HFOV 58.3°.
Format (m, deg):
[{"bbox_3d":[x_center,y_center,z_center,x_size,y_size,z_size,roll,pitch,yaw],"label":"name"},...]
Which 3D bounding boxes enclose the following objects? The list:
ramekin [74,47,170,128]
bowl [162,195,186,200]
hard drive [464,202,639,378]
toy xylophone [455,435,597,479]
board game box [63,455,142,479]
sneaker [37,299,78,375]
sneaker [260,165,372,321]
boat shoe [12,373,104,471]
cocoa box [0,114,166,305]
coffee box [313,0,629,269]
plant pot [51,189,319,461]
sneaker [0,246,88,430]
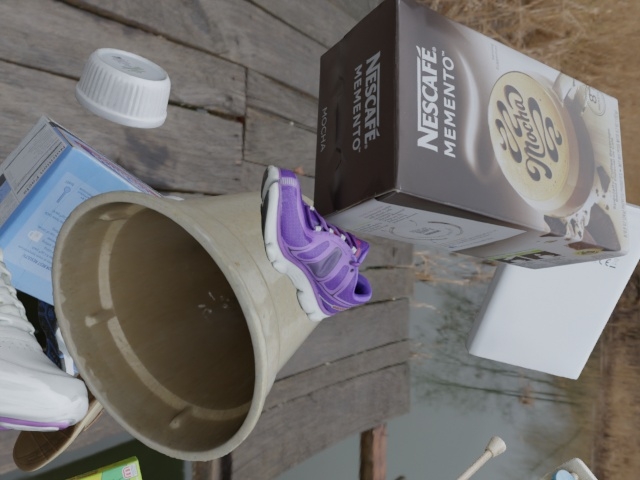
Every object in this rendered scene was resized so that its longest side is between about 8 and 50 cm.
[{"bbox_3d":[-0.445,-0.355,1.317,0.207,0.207,0.109,-26,147,-58],"label":"ramekin"},{"bbox_3d":[-0.397,-0.004,1.652,0.298,0.134,0.298,-12,90,-78],"label":"bowl"},{"bbox_3d":[0.442,0.080,1.070,0.047,0.232,0.353,-94,-161,-70],"label":"hard drive"},{"bbox_3d":[0.299,0.431,0.847,0.322,0.236,0.081,-29,160,-41],"label":"toy xylophone"},{"bbox_3d":[-0.382,0.430,0.933,0.181,0.043,0.092,-12,86,-25],"label":"board game box"},{"bbox_3d":[-0.512,0.170,1.161,0.081,0.080,0.211,-15,107,-48],"label":"sneaker"},{"bbox_3d":[0.000,0.000,0.464,0.170,0.071,0.068,61,19,-49],"label":"sneaker"},{"bbox_3d":[-0.608,0.433,1.442,0.342,0.123,0.123,-51,158,-12],"label":"boat shoe"},{"bbox_3d":[-0.377,-0.005,0.990,0.231,0.228,0.347,-53,132,-3],"label":"cocoa box"},{"bbox_3d":[0.148,-0.080,0.540,0.297,0.118,0.168,10,75,-31],"label":"coffee box"},{"bbox_3d":[-0.127,0.063,0.785,0.305,0.333,0.334,-30,116,-55],"label":"plant pot"},{"bbox_3d":[-0.309,0.049,0.476,0.152,0.305,0.114,-61,165,-16],"label":"sneaker"}]
